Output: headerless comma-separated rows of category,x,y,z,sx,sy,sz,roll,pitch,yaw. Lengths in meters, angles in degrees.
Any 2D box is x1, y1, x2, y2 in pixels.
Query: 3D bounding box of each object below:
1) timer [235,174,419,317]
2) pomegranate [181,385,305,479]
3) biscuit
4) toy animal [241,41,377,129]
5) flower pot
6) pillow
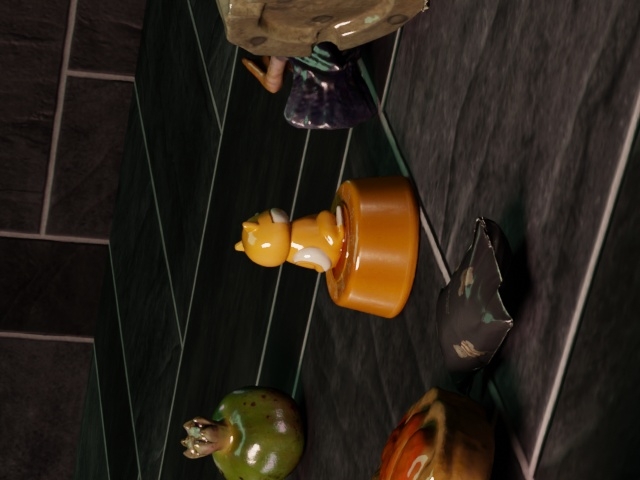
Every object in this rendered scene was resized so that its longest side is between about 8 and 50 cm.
timer,0.000,0.000,1.792,0.132,0.152,0.132,-175,90,-77
pomegranate,-0.084,0.208,2.108,0.114,0.142,0.114,-11,76,51
biscuit,0.049,0.286,1.499,0.381,0.074,0.359,142,144,-89
toy animal,-0.014,-0.230,1.998,0.298,0.122,0.185,-105,23,-51
flower pot,-0.023,-0.317,1.798,0.290,0.290,0.259,128,134,-67
pillow,0.119,0.050,1.503,0.150,0.048,0.090,112,167,-62
